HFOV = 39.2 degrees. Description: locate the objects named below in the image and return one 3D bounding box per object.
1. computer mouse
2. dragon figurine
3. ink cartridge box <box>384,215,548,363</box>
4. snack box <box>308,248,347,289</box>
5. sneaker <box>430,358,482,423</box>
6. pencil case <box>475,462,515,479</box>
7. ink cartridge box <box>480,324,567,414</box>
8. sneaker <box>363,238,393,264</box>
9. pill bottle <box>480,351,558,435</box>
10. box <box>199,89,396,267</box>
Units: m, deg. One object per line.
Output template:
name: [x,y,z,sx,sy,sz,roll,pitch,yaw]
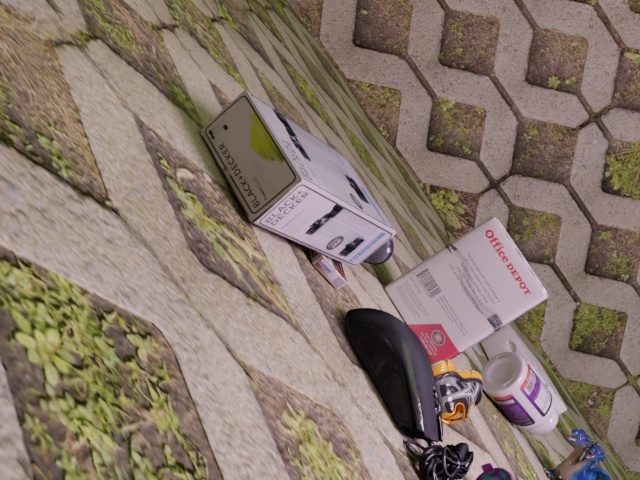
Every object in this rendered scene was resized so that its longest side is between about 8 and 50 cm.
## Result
computer mouse: [0.128,0.195,1.213,0.272,0.072,0.188,59,14,18]
dragon figurine: [0.582,0.507,1.958,0.289,0.144,0.085,44,17,-42]
ink cartridge box: [0.265,0.092,1.617,0.172,0.237,0.100,58,12,13]
snack box: [0.000,0.000,1.359,0.064,0.022,0.178,46,15,-31]
sneaker: [0.199,0.241,1.375,0.215,0.084,0.083,28,43,-58]
pencil case: [0.280,0.384,1.312,0.152,0.064,0.070,45,32,-42]
ink cartridge box: [0.509,0.338,2.255,0.218,0.092,0.158,49,13,-34]
sneaker: [0.023,-0.045,1.467,0.223,0.083,0.098,47,17,15]
pill bottle: [0.432,0.335,1.928,0.193,0.108,0.108,48,14,-31]
box: [-0.023,-0.076,1.252,0.290,0.087,0.169,25,29,-57]
